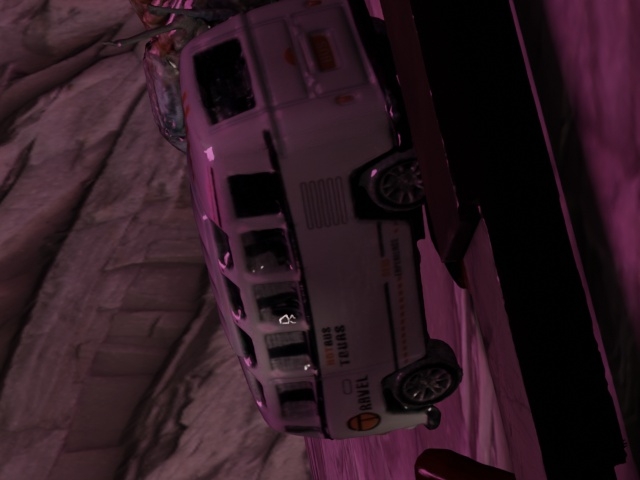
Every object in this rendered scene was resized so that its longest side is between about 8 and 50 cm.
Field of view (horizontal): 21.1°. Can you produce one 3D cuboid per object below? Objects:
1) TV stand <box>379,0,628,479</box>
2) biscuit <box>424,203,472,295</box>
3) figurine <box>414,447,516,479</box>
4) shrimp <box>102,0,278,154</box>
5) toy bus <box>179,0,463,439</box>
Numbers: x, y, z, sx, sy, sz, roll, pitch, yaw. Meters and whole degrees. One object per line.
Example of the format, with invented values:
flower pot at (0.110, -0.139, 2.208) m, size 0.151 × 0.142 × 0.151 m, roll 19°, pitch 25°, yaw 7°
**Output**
TV stand at (0.055, -0.011, 0.496) m, size 0.049 × 0.040 × 0.257 m, roll 98°, pitch 160°, yaw -73°
biscuit at (0.051, -0.027, 0.628) m, size 0.130 × 0.019 × 0.119 m, roll 91°, pitch 166°, yaw -71°
figurine at (-0.010, 0.193, 0.568) m, size 0.283 × 0.338 × 0.205 m, roll -49°, pitch 50°, yaw 39°
shrimp at (-0.107, -0.215, 1.333) m, size 0.172 × 0.137 × 0.372 m, roll -91°, pitch -15°, yaw -58°
toy bus at (0.000, 0.000, 0.651) m, size 0.194 × 0.089 × 0.087 m, roll 80°, pitch 175°, yaw -47°
